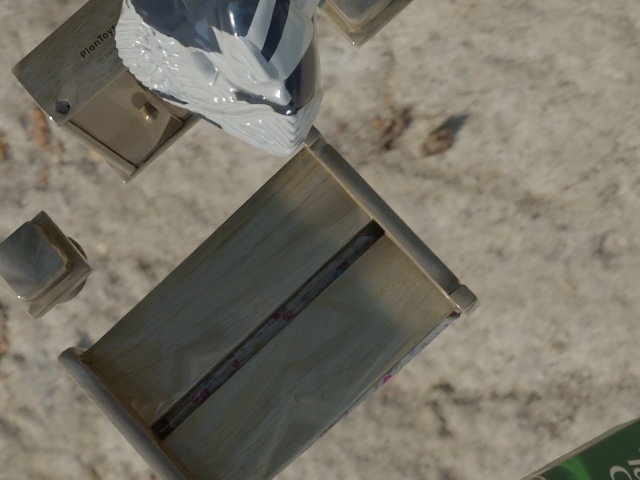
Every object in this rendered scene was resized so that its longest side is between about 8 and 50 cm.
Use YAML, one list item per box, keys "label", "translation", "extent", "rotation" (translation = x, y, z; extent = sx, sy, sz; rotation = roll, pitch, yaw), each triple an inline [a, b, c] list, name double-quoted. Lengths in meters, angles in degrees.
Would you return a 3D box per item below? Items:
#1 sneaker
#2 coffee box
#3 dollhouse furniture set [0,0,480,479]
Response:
- label: "sneaker"
  translation: [-0.018, -0.140, 0.699]
  extent: [0.094, 0.235, 0.153]
  rotation: [25, 73, 24]
- label: "coffee box"
  translation: [0.188, 0.193, 1.182]
  extent: [0.040, 0.184, 0.113]
  rotation: [-33, 79, 42]
- label: "dollhouse furniture set"
  translation: [0.000, 0.000, 1.055]
  extent: [0.303, 0.174, 0.355]
  rotation: [-42, 79, 2]
